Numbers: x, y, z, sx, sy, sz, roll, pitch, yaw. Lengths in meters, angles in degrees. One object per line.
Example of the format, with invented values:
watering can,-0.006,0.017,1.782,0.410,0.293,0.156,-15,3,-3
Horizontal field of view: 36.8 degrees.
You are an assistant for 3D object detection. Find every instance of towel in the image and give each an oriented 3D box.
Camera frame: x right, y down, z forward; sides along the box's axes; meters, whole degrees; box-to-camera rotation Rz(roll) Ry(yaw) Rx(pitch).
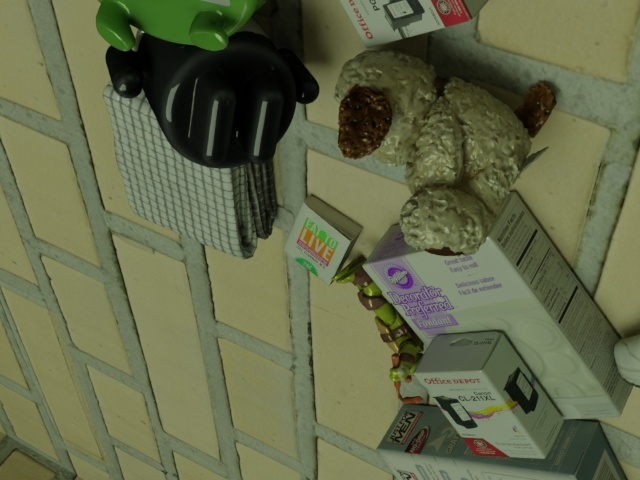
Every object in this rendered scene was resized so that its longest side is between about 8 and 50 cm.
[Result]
towel,-0.189,-0.123,1.432,0.235,0.121,0.283,24,145,21

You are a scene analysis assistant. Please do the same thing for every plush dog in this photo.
plush dog,0.119,-0.134,1.094,0.225,0.262,0.210,30,112,-6

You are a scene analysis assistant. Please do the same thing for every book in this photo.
book,0.000,0.000,1.482,0.096,0.035,0.144,36,147,8

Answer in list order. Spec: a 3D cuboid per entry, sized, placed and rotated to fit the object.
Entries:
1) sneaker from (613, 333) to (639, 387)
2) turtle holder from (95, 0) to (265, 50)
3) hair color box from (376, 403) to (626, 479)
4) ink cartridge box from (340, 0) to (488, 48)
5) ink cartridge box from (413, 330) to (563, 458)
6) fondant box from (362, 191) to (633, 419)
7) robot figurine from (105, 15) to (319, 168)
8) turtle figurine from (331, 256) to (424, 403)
sneaker,0.457,0.107,1.154,0.297,0.111,0.129,-31,73,65
turtle holder,-0.165,-0.346,1.058,0.320,0.227,0.243,-7,127,46
hair color box,0.297,0.382,1.583,0.374,0.113,0.185,-3,128,42
ink cartridge box,0.093,-0.282,1.048,0.150,0.063,0.109,-6,127,44
ink cartridge box,0.229,0.214,1.321,0.127,0.072,0.175,-12,123,49
fondant box,0.248,0.106,1.328,0.238,0.096,0.330,-16,118,49
robot figurine,-0.131,-0.201,1.177,0.209,0.173,0.278,39,-167,-39
turtle figurine,0.108,0.129,1.433,0.087,0.269,0.217,-34,97,9
